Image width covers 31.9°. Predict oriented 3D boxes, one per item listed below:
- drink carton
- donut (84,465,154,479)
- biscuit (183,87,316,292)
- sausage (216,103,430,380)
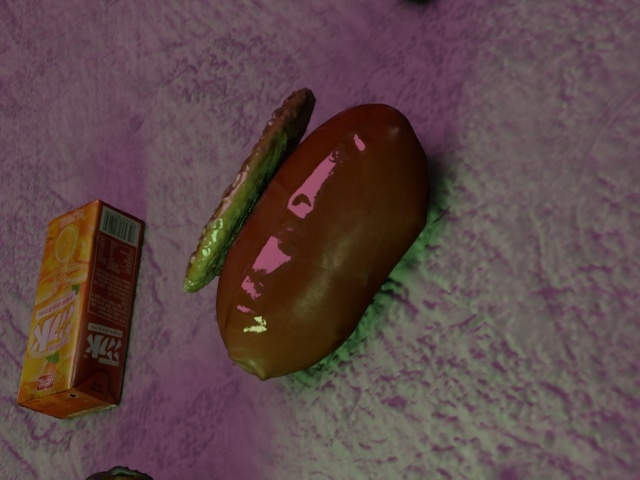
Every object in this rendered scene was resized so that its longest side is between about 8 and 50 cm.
[{"bbox_3d":[-0.259,0.075,1.217,0.096,0.071,0.222,-20,55,36],"label":"drink carton"},{"bbox_3d":[-0.169,0.335,0.956,0.272,0.107,0.272,-29,48,38],"label":"donut"},{"bbox_3d":[-0.064,-0.044,1.032,0.219,0.033,0.220,-59,0,-1],"label":"biscuit"},{"bbox_3d":[-0.002,-0.001,0.960,0.258,0.133,0.133,-56,41,8],"label":"sausage"}]
